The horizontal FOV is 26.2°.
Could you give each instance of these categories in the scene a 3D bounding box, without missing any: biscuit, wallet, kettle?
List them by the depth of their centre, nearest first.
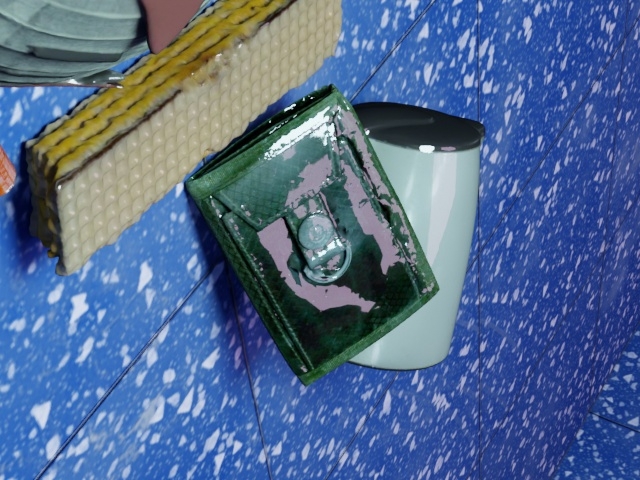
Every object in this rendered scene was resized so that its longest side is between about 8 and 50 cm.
[{"bbox_3d":[-0.093,-0.110,1.041,0.378,0.054,0.094,-46,149,-41],"label":"biscuit"},{"bbox_3d":[0.001,0.001,1.189,0.160,0.055,0.236,-35,119,-11],"label":"wallet"},{"bbox_3d":[0.047,-0.012,1.320,0.221,0.161,0.236,-1,114,-31],"label":"kettle"}]

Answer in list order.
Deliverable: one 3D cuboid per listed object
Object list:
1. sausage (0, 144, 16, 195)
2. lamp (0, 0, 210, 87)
[{"bbox_3d":[-0.221,-0.075,0.826,0.034,0.034,0.129,-57,153,-25],"label":"sausage"},{"bbox_3d":[-0.144,-0.185,0.633,0.265,0.233,0.233,18,94,-43],"label":"lamp"}]
